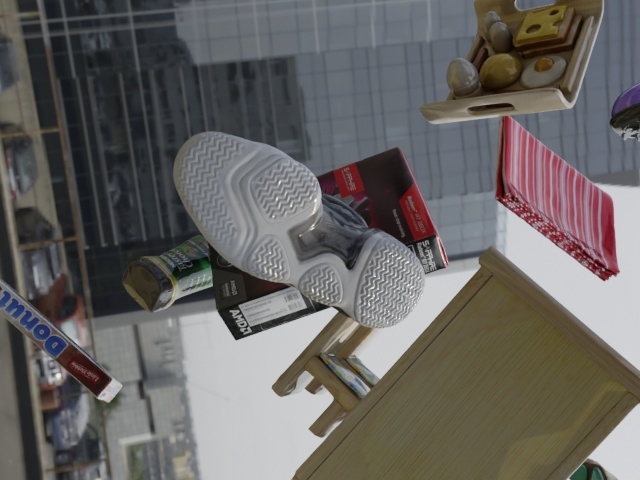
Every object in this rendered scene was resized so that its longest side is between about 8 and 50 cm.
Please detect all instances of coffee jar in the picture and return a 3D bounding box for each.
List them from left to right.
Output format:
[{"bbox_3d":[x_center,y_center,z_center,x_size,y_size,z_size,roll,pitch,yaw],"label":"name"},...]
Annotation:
[{"bbox_3d":[-0.256,0.058,1.432,0.096,0.184,0.079,41,-55,16],"label":"coffee jar"}]

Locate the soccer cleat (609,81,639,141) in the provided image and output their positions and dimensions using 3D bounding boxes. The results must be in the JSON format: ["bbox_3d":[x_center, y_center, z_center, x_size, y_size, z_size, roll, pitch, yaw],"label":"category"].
[{"bbox_3d":[0.436,-0.190,0.829,0.108,0.318,0.116,84,-12,-81],"label":"soccer cleat"}]

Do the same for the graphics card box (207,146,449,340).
[{"bbox_3d":[0.000,0.000,1.346,0.233,0.370,0.094,-104,173,-45],"label":"graphics card box"}]

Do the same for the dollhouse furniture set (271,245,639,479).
[{"bbox_3d":[0.158,0.181,0.812,0.362,0.256,0.394,43,3,17],"label":"dollhouse furniture set"}]

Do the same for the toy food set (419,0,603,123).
[{"bbox_3d":[0.300,-0.304,1.263,0.092,0.219,0.306,56,47,-36],"label":"toy food set"}]

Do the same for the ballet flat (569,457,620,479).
[{"bbox_3d":[0.491,0.422,1.410,0.206,0.067,0.073,-97,-162,-85],"label":"ballet flat"}]

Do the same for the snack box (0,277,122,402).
[{"bbox_3d":[-0.242,0.070,0.683,0.178,0.022,0.064,40,-16,5],"label":"snack box"}]

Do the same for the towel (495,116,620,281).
[{"bbox_3d":[0.395,-0.072,1.343,0.031,0.275,0.199,-36,-149,42],"label":"towel"}]

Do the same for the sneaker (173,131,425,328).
[{"bbox_3d":[-0.034,-0.016,0.750,0.101,0.268,0.153,-56,-151,0],"label":"sneaker"}]
